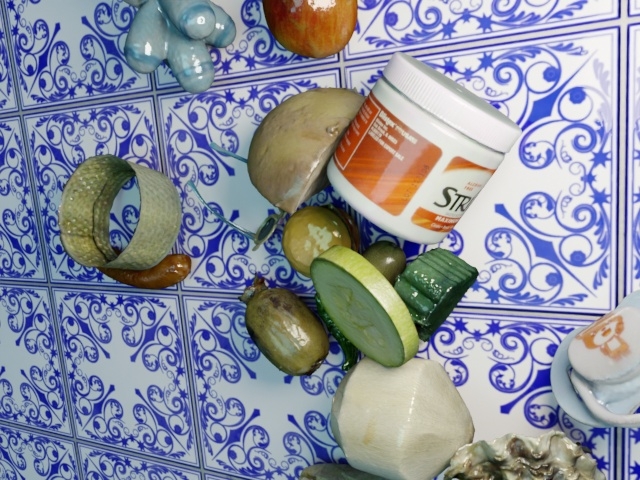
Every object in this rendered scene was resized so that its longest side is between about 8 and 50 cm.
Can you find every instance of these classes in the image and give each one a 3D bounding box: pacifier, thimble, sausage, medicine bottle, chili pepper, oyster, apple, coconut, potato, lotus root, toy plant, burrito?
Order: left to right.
[{"bbox_3d":[-0.473,-0.060,1.330,0.270,0.150,0.271,-4,81,27],"label":"thimble"},{"bbox_3d":[-0.455,0.072,1.429,0.302,0.076,0.103,6,104,26],"label":"sausage"},{"bbox_3d":[-0.307,-0.469,1.166,0.247,0.247,0.332,-19,95,29],"label":"toy plant"},{"bbox_3d":[-0.095,0.180,1.236,0.278,0.154,0.154,49,118,18],"label":"lotus root"},{"bbox_3d":[-0.051,-0.202,1.068,0.189,0.264,0.211,31,119,8],"label":"potato"},{"bbox_3d":[-0.026,-0.447,1.071,0.195,0.160,0.173,35,136,23],"label":"apple"},{"bbox_3d":[0.037,0.191,1.207,0.050,0.073,0.182,-25,83,6],"label":"chili pepper"},{"bbox_3d":[0.103,0.570,1.238,0.347,0.107,0.175,-18,108,31],"label":"burrito"},{"bbox_3d":[0.164,0.344,1.084,0.265,0.237,0.238,1,101,25],"label":"coconut"},{"bbox_3d":[0.170,-0.154,0.963,0.252,0.252,0.241,38,115,15],"label":"medicine bottle"},{"bbox_3d":[0.392,0.460,1.023,0.237,0.115,0.351,-28,112,29],"label":"oyster"},{"bbox_3d":[0.533,0.218,0.924,0.207,0.227,0.279,31,121,-26],"label":"pacifier"}]

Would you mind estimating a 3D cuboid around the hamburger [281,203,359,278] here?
[{"bbox_3d":[0.000,0.000,1.160,0.162,0.115,0.162,5,102,24],"label":"hamburger"}]

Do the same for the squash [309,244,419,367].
[{"bbox_3d":[0.077,0.127,1.022,0.252,0.049,0.252,43,154,27],"label":"squash"}]

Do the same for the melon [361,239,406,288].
[{"bbox_3d":[0.112,0.073,1.128,0.099,0.099,0.162,35,116,17],"label":"melon"}]

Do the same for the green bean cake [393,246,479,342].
[{"bbox_3d":[0.186,0.115,1.041,0.107,0.208,0.193,39,113,17],"label":"green bean cake"}]

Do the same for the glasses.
[{"bbox_3d":[-0.161,-0.111,1.211,0.220,0.088,0.190,41,127,1],"label":"glasses"}]
